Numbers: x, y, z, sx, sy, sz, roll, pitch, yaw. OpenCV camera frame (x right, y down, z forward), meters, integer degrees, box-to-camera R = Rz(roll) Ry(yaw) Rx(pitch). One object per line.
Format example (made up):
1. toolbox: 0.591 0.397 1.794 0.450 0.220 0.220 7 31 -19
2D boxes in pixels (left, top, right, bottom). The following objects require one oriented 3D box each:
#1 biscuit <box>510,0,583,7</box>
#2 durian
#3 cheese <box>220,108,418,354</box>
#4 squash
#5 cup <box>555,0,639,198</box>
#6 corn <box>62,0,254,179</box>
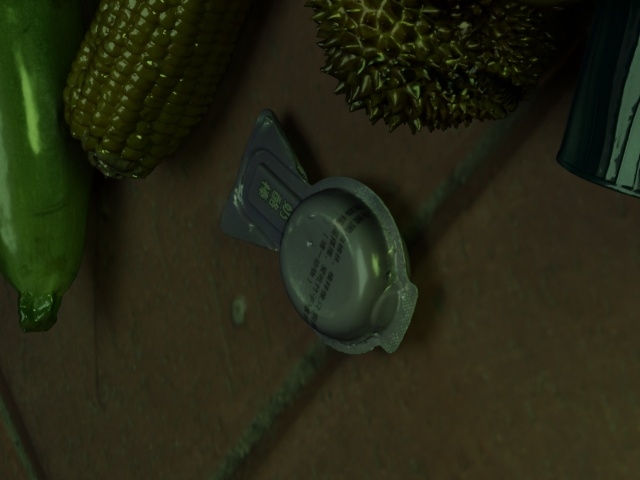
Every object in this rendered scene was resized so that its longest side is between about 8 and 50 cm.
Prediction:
1. biscuit: 0.181 -0.308 0.754 0.394 0.076 0.368 -13 90 24
2. durian: 0.060 -0.135 0.964 0.137 0.158 0.168 -47 59 59
3. cheese: 0.000 0.000 1.133 0.191 0.042 0.105 45 124 40
4. squash: -0.221 -0.120 1.336 0.118 0.118 0.370 -20 79 49
5. cup: 0.170 -0.097 0.867 0.150 0.113 0.138 26 111 44
6. corn: -0.099 -0.147 1.201 0.097 0.097 0.261 52 128 34
